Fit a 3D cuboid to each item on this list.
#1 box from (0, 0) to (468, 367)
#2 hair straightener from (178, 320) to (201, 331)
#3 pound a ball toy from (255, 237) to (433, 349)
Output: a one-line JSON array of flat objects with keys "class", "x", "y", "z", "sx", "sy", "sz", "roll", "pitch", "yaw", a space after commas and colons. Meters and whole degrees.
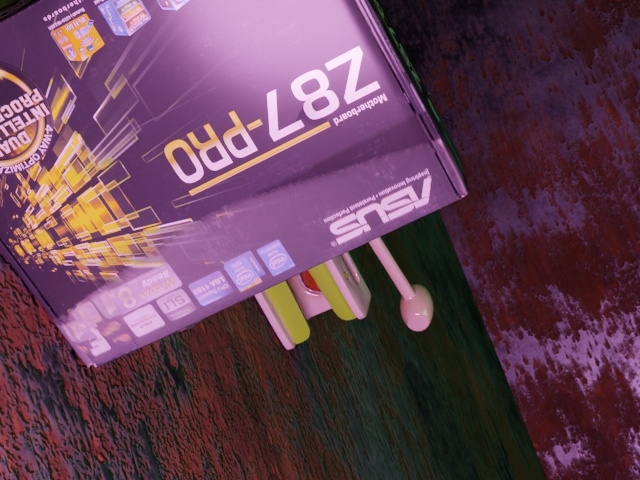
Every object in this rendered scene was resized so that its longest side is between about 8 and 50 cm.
[{"class": "box", "x": -0.117, "y": -0.100, "z": 0.973, "sx": 0.318, "sy": 0.395, "sz": 0.097, "roll": 59, "pitch": 15, "yaw": -25}, {"class": "hair straightener", "x": -0.183, "y": 0.028, "z": 1.207, "sx": 0.230, "sy": 0.047, "sz": 0.089, "roll": 44, "pitch": 27, "yaw": -53}, {"class": "pound a ball toy", "x": 0.000, "y": 0.000, "z": 1.551, "sx": 0.319, "sy": 0.208, "sz": 0.135, "roll": 60, "pitch": 17, "yaw": -17}]
